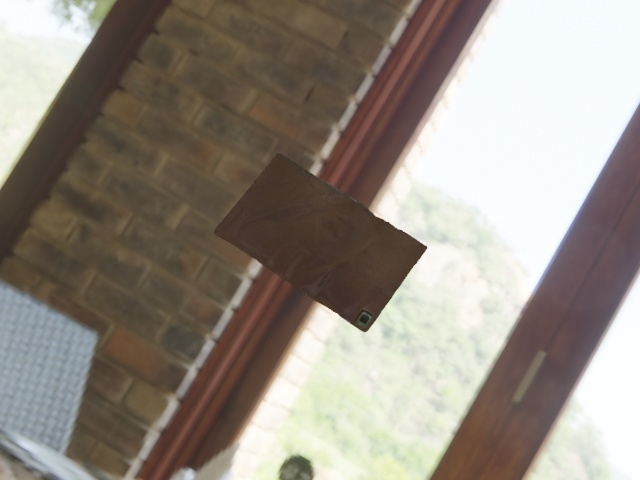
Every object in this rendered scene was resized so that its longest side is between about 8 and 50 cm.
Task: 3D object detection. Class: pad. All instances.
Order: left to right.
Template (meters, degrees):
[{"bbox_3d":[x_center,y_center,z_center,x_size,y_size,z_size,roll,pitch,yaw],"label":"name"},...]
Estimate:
[{"bbox_3d":[0.000,0.000,1.159,0.187,0.113,0.006,33,-19,14],"label":"pad"}]
